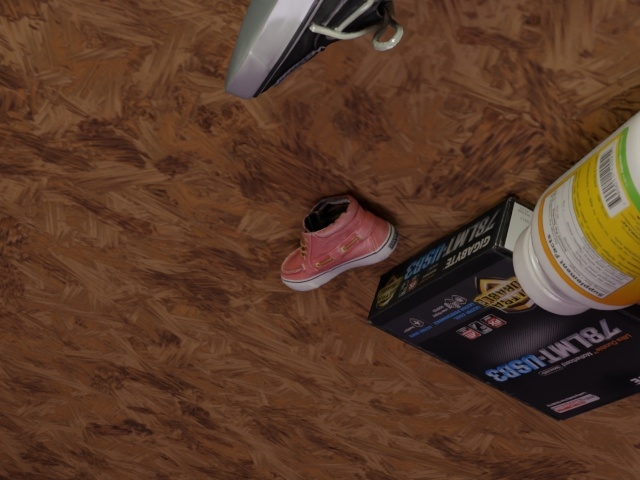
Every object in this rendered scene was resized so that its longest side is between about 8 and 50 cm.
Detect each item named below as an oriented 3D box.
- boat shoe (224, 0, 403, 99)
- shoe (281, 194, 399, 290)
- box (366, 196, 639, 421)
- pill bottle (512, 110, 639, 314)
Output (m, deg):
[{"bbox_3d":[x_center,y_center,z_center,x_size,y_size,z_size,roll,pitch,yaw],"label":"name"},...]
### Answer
[{"bbox_3d":[0.020,-0.204,0.942,0.105,0.113,0.306,22,136,-17],"label":"boat shoe"},{"bbox_3d":[0.000,0.000,1.359,0.178,0.063,0.081,-21,131,43],"label":"shoe"},{"bbox_3d":[0.246,0.090,1.352,0.293,0.073,0.295,29,151,-15],"label":"box"},{"bbox_3d":[0.275,-0.018,1.072,0.136,0.136,0.245,25,151,-10],"label":"pill bottle"}]
